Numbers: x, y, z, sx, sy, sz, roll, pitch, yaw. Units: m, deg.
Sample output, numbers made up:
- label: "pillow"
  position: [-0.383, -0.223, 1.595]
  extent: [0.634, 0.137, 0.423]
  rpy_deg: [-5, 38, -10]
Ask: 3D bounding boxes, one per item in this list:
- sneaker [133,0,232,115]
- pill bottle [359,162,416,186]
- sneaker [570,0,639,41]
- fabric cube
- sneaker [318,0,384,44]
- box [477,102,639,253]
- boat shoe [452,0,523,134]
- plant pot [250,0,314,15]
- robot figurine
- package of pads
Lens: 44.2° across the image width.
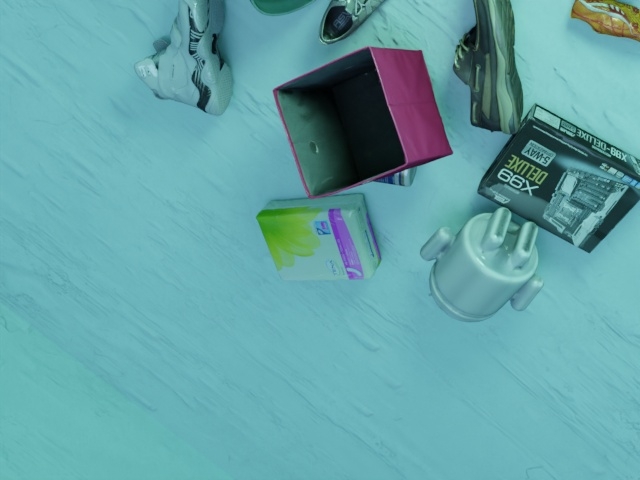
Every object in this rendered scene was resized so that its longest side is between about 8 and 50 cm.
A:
- label: "sneaker"
  position: [-0.337, -0.464, 1.862]
  extent: [0.210, 0.137, 0.365]
  rpy_deg: [10, 136, 14]
- label: "pill bottle"
  position: [0.144, -0.188, 1.913]
  extent: [0.170, 0.094, 0.094]
  rpy_deg: [10, 130, 16]
- label: "sneaker"
  position: [0.581, -0.434, 1.560]
  extent: [0.175, 0.064, 0.067]
  rpy_deg: [30, 153, 6]
- label: "fabric cube"
  position: [0.098, -0.256, 1.712]
  extent: [0.254, 0.258, 0.259]
  rpy_deg: [-17, 91, 32]
- label: "sneaker"
  position: [0.089, -0.514, 1.659]
  extent: [0.105, 0.115, 0.281]
  rpy_deg: [34, 132, -5]
- label: "box"
  position: [0.550, -0.136, 1.790]
  extent: [0.308, 0.076, 0.242]
  rpy_deg: [29, 133, -1]
- label: "boat shoe"
  position: [0.340, -0.376, 1.653]
  extent: [0.130, 0.132, 0.355]
  rpy_deg: [-1, 125, 24]
- label: "plant pot"
  position: [-0.073, -0.623, 1.561]
  extent: [0.196, 0.293, 0.293]
  rpy_deg: [53, 134, 15]
- label: "robot figurine"
  position: [0.394, 0.071, 1.927]
  extent: [0.300, 0.199, 0.353]
  rpy_deg: [32, 142, 1]
- label: "package of pads"
  position: [0.000, 0.000, 2.125]
  extent: [0.297, 0.101, 0.229]
  rpy_deg: [-2, 124, 26]
